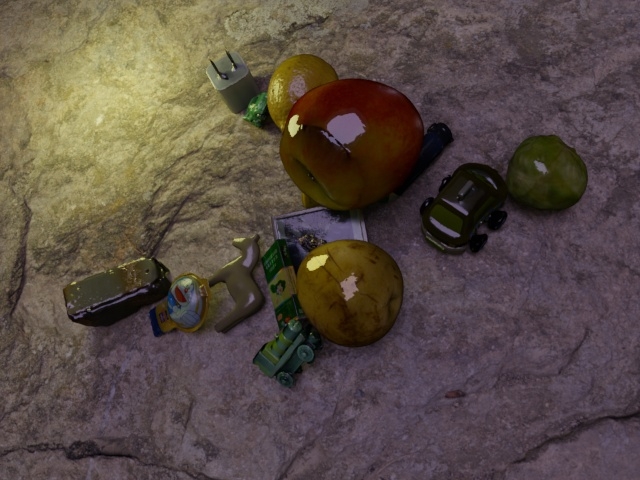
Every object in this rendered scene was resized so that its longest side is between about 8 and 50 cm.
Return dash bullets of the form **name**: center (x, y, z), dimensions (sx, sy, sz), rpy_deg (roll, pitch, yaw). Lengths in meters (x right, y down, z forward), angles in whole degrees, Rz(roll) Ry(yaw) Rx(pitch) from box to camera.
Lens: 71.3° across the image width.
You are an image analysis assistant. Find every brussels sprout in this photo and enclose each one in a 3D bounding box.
- **brussels sprout**: center (0.598, -0.177, 1.176), dimensions (0.222, 0.161, 0.224), rpy_deg (1, 64, -2)

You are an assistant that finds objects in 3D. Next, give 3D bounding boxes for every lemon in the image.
- **lemon**: center (-0.050, -0.433, 1.371), dimensions (0.228, 0.228, 0.254), rpy_deg (8, 85, 15)

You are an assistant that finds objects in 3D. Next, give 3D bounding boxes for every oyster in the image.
- **oyster**: center (-0.026, 0.010, 1.287), dimensions (0.083, 0.019, 0.054), rpy_deg (23, 90, 14)

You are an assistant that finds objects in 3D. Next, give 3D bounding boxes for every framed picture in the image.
- **framed picture**: center (0.000, 0.000, 1.303), dimensions (0.280, 0.019, 0.209), rpy_deg (-13, 82, 11)

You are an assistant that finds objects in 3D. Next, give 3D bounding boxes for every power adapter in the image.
- **power adapter**: center (-0.296, -0.543, 1.472), dimensions (0.129, 0.205, 0.125), rpy_deg (-30, 68, 0)

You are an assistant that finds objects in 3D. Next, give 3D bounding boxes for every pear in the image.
- **pear**: center (0.075, 0.129, 1.144), dimensions (0.280, 0.281, 0.281), rpy_deg (-4, 71, 11)

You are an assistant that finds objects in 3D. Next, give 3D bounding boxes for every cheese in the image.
- **cheese**: center (-0.410, 0.196, 1.303), dimensions (0.270, 0.069, 0.177), rpy_deg (-32, 70, 27)

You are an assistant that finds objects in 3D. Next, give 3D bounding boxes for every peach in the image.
- **peach**: center (0.085, -0.258, 1.168), dimensions (0.369, 0.370, 0.371), rpy_deg (-4, 71, 11)

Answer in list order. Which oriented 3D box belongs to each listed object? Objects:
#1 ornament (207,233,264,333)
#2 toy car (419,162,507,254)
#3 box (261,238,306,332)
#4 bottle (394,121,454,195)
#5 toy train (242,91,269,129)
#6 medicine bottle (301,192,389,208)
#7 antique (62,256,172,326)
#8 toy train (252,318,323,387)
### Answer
- **ornament**: center (-0.245, 0.114, 1.320), dimensions (0.244, 0.061, 0.230), rpy_deg (-35, 67, 3)
- **toy car**: center (0.382, -0.100, 1.179), dimensions (0.204, 0.198, 0.248), rpy_deg (40, 82, 22)
- **box**: center (-0.106, 0.128, 1.256), dimensions (0.034, 0.132, 0.235), rpy_deg (-4, 66, -32)
- **bottle**: center (0.288, -0.244, 1.314), dimensions (0.244, 0.072, 0.082), rpy_deg (-45, 96, -5)
- **toy train**: center (-0.204, -0.432, 1.466), dimensions (0.081, 0.149, 0.099), rpy_deg (26, 79, -9)
- **medicine bottle**: center (0.075, -0.138, 1.333), dimensions (0.260, 0.064, 0.095), rpy_deg (2, 86, 10)
- **antique**: center (-0.601, 0.151, 1.356), dimensions (0.283, 0.150, 0.125), rpy_deg (-24, 68, -5)
- **toy train**: center (-0.083, 0.291, 1.175), dimensions (0.132, 0.083, 0.200), rpy_deg (38, 115, 6)
